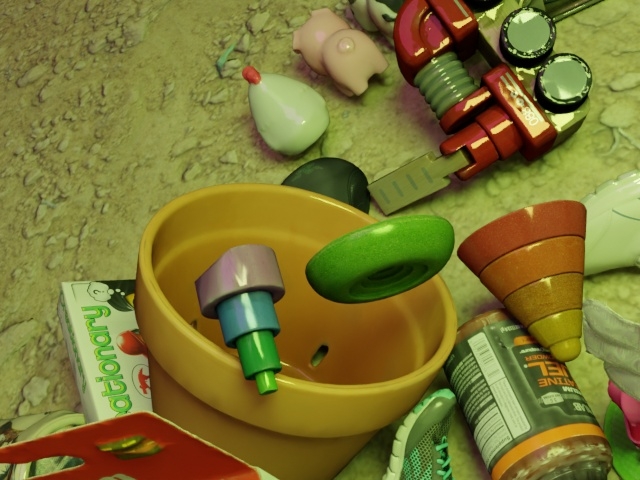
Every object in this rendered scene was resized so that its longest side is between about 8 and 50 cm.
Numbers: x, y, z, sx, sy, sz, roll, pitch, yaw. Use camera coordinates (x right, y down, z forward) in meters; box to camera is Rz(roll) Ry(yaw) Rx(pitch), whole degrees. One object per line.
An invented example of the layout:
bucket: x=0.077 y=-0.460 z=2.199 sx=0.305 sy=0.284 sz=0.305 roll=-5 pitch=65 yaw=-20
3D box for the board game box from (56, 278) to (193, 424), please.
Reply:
board game box: x=-0.157 y=0.159 z=0.918 sx=0.305 sy=0.192 sz=0.053 roll=58 pitch=139 yaw=41

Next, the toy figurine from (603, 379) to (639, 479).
toy figurine: x=0.298 y=0.122 z=0.674 sx=0.173 sy=0.159 sz=0.130 roll=-15 pitch=53 yaw=22

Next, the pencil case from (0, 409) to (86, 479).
pencil case: x=-0.389 y=0.287 z=0.951 sx=0.410 sy=0.160 sz=0.183 roll=-12 pitch=20 yaw=31

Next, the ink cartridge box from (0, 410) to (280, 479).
ink cartridge box: x=-0.149 y=0.274 z=0.692 sx=0.308 sy=0.385 sz=0.091 roll=-18 pitch=52 yaw=20

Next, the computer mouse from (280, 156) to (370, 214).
computer mouse: x=0.000 y=0.000 z=0.995 sx=0.188 sy=0.072 sz=0.272 roll=-18 pitch=52 yaw=21

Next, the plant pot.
plant pot: x=-0.041 y=0.108 z=0.810 sx=0.291 sy=0.290 sz=0.204 roll=53 pitch=135 yaw=42

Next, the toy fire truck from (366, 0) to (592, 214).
toy fire truck: x=0.139 y=-0.153 z=0.944 sx=0.246 sy=0.158 sz=0.217 roll=-34 pitch=79 yaw=2

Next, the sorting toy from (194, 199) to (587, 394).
sorting toy: x=0.085 y=0.058 z=0.691 sx=0.127 sy=0.365 sz=0.126 roll=-51 pitch=51 yaw=55

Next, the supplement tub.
supplement tub: x=0.186 y=0.163 z=0.752 sx=0.106 sy=0.106 sz=0.198 roll=-30 pitch=50 yaw=11

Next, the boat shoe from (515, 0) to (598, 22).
boat shoe: x=0.252 y=-0.303 z=1.019 sx=0.304 sy=0.109 sz=0.091 roll=-26 pitch=45 yaw=9

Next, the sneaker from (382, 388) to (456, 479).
sneaker: x=0.100 y=0.216 z=0.780 sx=0.076 sy=0.065 sz=0.167 roll=28 pitch=108 yaw=29

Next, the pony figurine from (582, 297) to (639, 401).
pony figurine: x=0.318 y=0.201 z=0.509 sx=0.363 sy=0.303 sz=0.351 roll=-17 pitch=33 yaw=-26

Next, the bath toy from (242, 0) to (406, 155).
bath toy: x=0.031 y=-0.267 z=1.119 sx=0.348 sy=0.129 sz=0.151 roll=-47 pitch=14 yaw=-5

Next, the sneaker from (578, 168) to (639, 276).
sneaker: x=0.349 y=-0.017 z=0.775 sx=0.297 sy=0.111 sz=0.129 roll=-24 pitch=73 yaw=26
